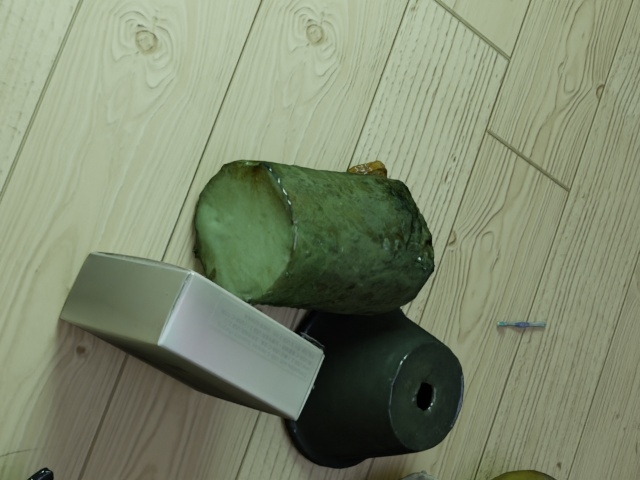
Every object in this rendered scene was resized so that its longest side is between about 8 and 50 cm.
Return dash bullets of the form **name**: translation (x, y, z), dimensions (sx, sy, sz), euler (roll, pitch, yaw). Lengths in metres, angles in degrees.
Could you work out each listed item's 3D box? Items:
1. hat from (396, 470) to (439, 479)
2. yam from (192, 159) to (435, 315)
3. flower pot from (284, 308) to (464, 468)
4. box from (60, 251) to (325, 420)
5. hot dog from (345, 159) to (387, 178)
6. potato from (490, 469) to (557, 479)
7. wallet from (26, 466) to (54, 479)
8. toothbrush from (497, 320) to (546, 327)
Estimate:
- **hat**: translation (0.113, 0.475, 2.072), dimensions (0.219, 0.164, 0.226), euler (26, 118, -30)
- **yam**: translation (0.000, 0.000, 1.814), dimensions (0.300, 0.195, 0.195), euler (6, 92, -42)
- **flower pot**: translation (0.091, 0.206, 1.951), dimensions (0.269, 0.166, 0.269), euler (-7, 101, -41)
- **box**: translation (-0.151, 0.113, 1.673), dimensions (0.251, 0.203, 0.106), euler (36, 73, -41)
- **hot dog**: translation (0.067, -0.084, 1.969), dimensions (0.083, 0.035, 0.058), euler (-14, 110, -42)
- **potato**: translation (0.309, 0.490, 2.181), dimensions (0.229, 0.229, 0.266), euler (33, 72, -42)
- **wallet**: translation (-0.395, 0.361, 1.560), dimensions (0.244, 0.025, 0.124), euler (-37, 155, -34)
- **toothbrush**: translation (0.332, 0.138, 2.275), dimensions (0.131, 0.013, 0.011), euler (3, 99, -47)
